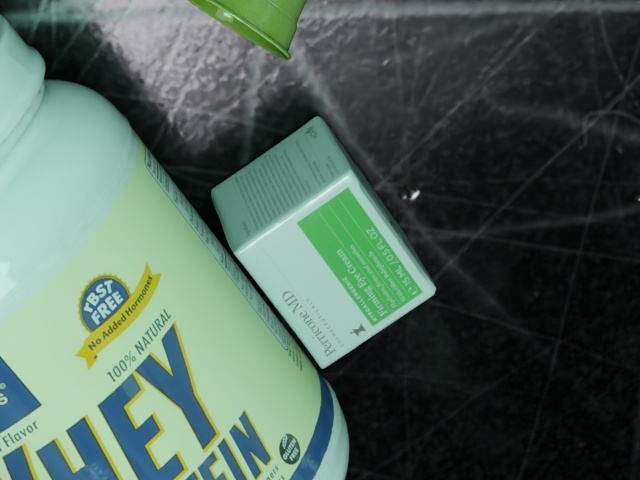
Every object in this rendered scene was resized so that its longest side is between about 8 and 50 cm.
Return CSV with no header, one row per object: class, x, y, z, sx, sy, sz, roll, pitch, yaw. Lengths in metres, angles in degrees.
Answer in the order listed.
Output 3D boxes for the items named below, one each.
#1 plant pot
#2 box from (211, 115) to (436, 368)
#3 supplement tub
plant pot,-0.033,-0.160,1.078,0.083,0.083,0.079,31,90,-21
box,0.000,0.000,1.129,0.087,0.102,0.101,-34,115,5
supplement tub,-0.158,0.060,1.045,0.235,0.235,0.325,-35,115,3
